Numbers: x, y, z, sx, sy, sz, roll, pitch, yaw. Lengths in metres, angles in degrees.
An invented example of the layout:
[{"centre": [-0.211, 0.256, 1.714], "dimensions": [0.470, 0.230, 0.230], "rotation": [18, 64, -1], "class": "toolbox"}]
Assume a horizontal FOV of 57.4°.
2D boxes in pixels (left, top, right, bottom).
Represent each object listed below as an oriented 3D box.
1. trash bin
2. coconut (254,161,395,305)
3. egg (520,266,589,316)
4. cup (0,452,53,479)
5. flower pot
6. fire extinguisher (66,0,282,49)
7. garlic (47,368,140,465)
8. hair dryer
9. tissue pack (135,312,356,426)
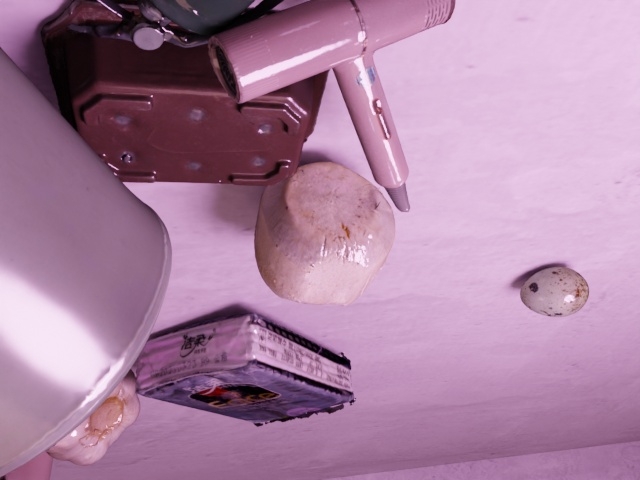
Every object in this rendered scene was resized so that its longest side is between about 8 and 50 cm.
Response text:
[{"centre": [-0.298, -0.032, 0.372], "dimensions": [0.281, 0.280, 0.432], "rotation": [-17, 133, 13], "class": "trash bin"}, {"centre": [0.003, -0.001, 0.683], "dimensions": [0.161, 0.160, 0.162], "rotation": [-3, 149, -10], "class": "coconut"}, {"centre": [0.393, 0.087, 0.986], "dimensions": [0.110, 0.085, 0.085], "rotation": [-11, 154, 40], "class": "egg"}, {"centre": [-0.668, 0.473, 1.237], "dimensions": [0.192, 0.200, 0.253], "rotation": [6, 145, -22], "class": "cup"}, {"centre": [-0.114, -0.114, 0.534], "dimensions": [0.251, 0.084, 0.178], "rotation": [-1, 148, -14], "class": "flower pot"}, {"centre": [-0.053, -0.209, 0.385], "dimensions": [0.294, 0.093, 0.118], "rotation": [-31, 145, 31], "class": "fire extinguisher"}, {"centre": [-0.458, 0.290, 1.064], "dimensions": [0.226, 0.199, 0.199], "rotation": [11, 159, 30], "class": "garlic"}, {"centre": [0.023, -0.099, 0.502], "dimensions": [0.195, 0.053, 0.220], "rotation": [-25, 133, -18], "class": "hair dryer"}, {"centre": [-0.126, 0.250, 1.089], "dimensions": [0.260, 0.121, 0.361], "rotation": [-19, 149, 22], "class": "tissue pack"}]
